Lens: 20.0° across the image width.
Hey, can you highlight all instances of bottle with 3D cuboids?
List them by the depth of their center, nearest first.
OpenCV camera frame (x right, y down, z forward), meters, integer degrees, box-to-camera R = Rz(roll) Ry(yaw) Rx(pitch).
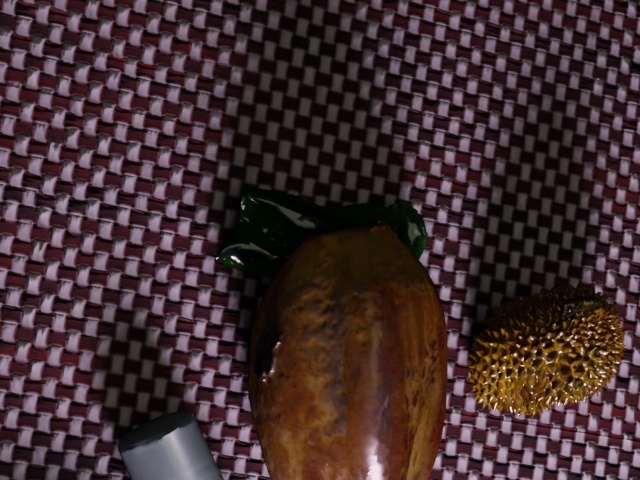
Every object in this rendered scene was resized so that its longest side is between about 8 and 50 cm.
[{"bbox_3d":[-0.101,0.301,1.706,0.082,0.082,0.286,-27,100,-25],"label":"bottle"}]

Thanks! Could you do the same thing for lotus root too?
[{"bbox_3d":[0.023,0.123,1.725,0.193,0.193,0.291,-7,107,-27],"label":"lotus root"}]

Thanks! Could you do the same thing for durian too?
[{"bbox_3d":[0.236,0.109,1.848,0.158,0.168,0.137,-35,86,-41],"label":"durian"}]

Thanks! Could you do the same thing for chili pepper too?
[{"bbox_3d":[0.001,0.000,1.781,0.224,0.061,0.098,2,102,-30],"label":"chili pepper"}]
